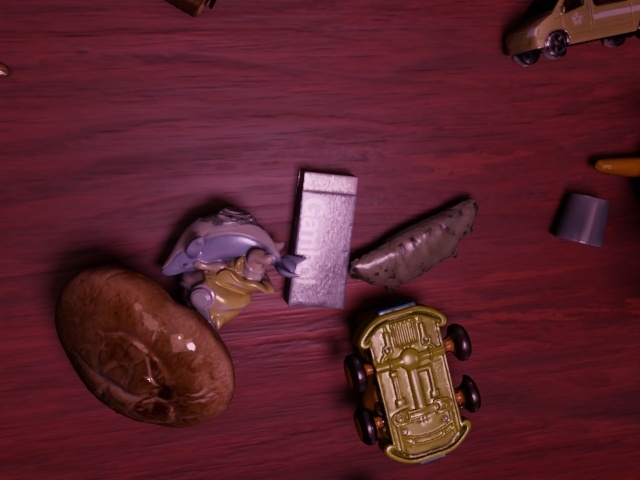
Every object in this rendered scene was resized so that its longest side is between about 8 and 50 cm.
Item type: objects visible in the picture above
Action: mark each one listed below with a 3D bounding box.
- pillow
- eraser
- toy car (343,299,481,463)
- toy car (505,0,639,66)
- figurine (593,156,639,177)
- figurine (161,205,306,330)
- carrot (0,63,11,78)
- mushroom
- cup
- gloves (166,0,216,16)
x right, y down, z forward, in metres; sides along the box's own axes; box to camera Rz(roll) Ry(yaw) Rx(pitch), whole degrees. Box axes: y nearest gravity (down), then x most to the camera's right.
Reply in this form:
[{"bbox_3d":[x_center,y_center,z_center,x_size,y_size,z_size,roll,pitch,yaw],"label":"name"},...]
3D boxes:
[{"bbox_3d":[0.158,0.018,1.038,0.241,0.051,0.093,-28,116,-9],"label":"pillow"},{"bbox_3d":[0.000,0.000,1.002,0.092,0.046,0.212,4,101,-14],"label":"eraser"},{"bbox_3d":[0.133,0.216,1.030,0.200,0.142,0.248,-11,94,-11],"label":"toy car"},{"bbox_3d":[0.407,-0.351,0.993,0.256,0.101,0.124,-14,100,-11],"label":"toy car"},{"bbox_3d":[0.631,-0.007,0.991,0.268,0.401,0.387,-28,70,29],"label":"figurine"},{"bbox_3d":[-0.128,0.042,0.933,0.208,0.128,0.184,4,104,5],"label":"figurine"},{"bbox_3d":[-0.537,-0.245,0.831,0.256,0.061,0.061,7,100,-25],"label":"carrot"},{"bbox_3d":[-0.243,0.155,0.895,0.278,0.146,0.278,16,130,19],"label":"mushroom"},{"bbox_3d":[0.446,-0.032,1.089,0.100,0.078,0.077,11,96,-49],"label":"cup"},{"bbox_3d":[-0.270,-0.400,0.810,0.331,0.141,0.154,19,123,-26],"label":"gloves"}]
